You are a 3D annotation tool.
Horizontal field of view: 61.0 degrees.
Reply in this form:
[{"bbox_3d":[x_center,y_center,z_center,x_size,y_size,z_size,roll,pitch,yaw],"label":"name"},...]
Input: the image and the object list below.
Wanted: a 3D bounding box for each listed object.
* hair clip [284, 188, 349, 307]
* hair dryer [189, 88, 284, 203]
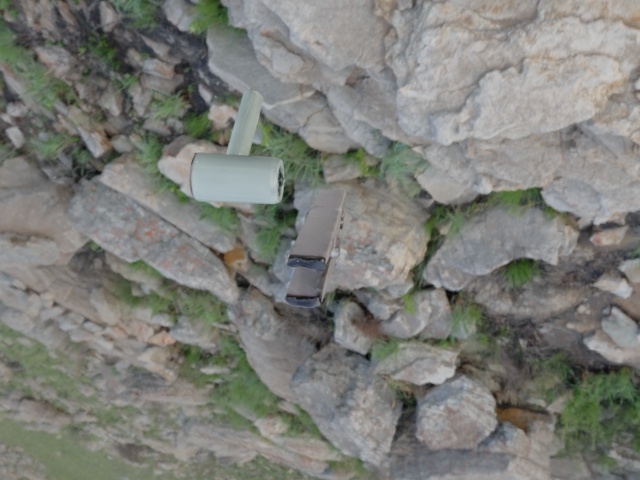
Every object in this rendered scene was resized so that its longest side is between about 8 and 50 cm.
[{"bbox_3d":[0.005,0.000,1.049,0.085,0.331,0.101,0,117,14],"label":"hair clip"},{"bbox_3d":[-0.113,-0.154,0.855,0.131,0.237,0.073,3,140,5],"label":"hair dryer"}]
